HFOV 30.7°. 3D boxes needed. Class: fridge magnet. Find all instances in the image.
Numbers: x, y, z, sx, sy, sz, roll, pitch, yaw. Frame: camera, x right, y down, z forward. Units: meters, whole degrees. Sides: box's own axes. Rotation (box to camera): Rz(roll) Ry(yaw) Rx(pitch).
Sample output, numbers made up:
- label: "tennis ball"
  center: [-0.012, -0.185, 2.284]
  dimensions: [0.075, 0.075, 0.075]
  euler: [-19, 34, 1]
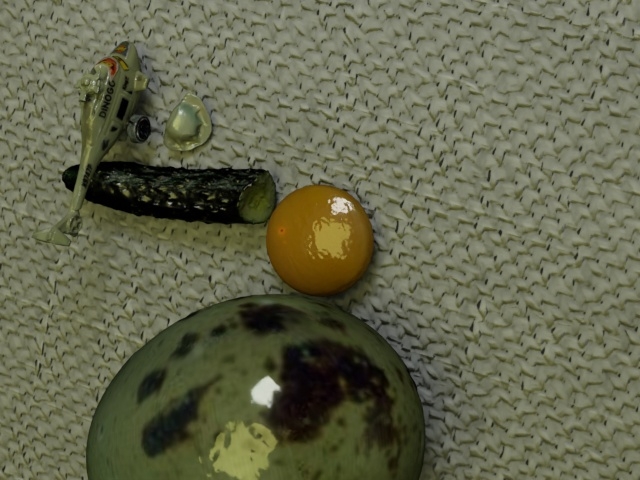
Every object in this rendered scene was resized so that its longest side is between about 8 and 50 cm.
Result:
- label: "fridge magnet"
  center: [0.000, 0.000, 1.468]
  dimensions: [0.143, 0.063, 0.143]
  euler: [2, 96, 19]

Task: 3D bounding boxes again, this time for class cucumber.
- label: "cucumber"
  center: [-0.205, -0.065, 1.529]
  dimensions: [0.303, 0.072, 0.081]
  euler: [4, 140, 25]

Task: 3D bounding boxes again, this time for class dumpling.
- label: "dumpling"
  center: [-0.172, -0.150, 1.525]
  dimensions: [0.059, 0.043, 0.077]
  euler: [26, 89, -2]

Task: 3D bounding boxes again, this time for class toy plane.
- label: "toy plane"
  center: [-0.289, -0.126, 1.492]
  dimensions: [0.092, 0.108, 0.286]
  euler: [11, 80, 25]

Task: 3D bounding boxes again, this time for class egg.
- label: "egg"
  center: [-0.084, 0.243, 1.381]
  dimensions: [0.428, 0.345, 0.345]
  euler: [-22, 89, 24]
